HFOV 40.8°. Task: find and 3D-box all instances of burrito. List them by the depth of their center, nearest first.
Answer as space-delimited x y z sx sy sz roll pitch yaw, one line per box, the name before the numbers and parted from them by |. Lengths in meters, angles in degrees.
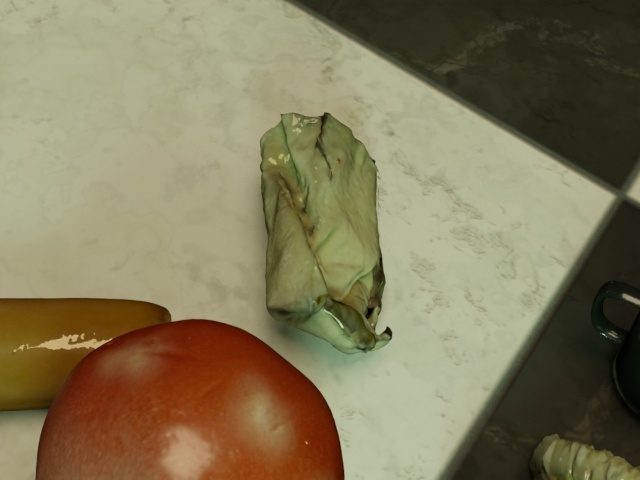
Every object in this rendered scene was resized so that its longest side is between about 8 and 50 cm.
burrito | -0.003 -0.001 1.117 0.135 0.190 0.332 -18 50 21

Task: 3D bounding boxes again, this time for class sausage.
sausage | -0.348 0.129 0.988 0.354 0.116 0.134 -1 67 -6

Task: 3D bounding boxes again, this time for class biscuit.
biscuit | 0.365 0.311 0.961 0.281 0.179 0.084 31 77 20

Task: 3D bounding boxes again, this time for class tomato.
tomato | -0.129 0.238 0.822 0.321 0.321 0.321 5 55 -7

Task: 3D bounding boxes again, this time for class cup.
cup | 0.443 0.132 1.083 0.223 0.176 0.169 30 58 14
